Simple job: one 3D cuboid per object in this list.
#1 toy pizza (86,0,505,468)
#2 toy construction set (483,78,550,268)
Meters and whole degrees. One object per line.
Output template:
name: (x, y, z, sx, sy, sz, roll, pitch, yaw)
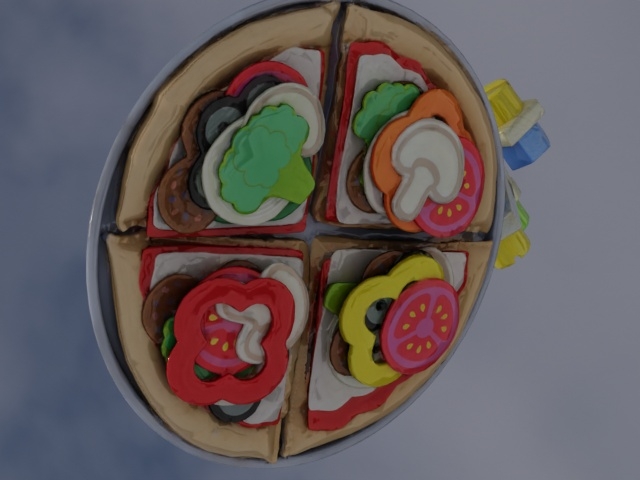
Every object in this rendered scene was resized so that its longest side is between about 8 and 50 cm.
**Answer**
toy pizza: (0.000, 0.000, 0.752, 0.201, 0.032, 0.201, -11, -69, -31)
toy construction set: (0.045, -0.034, 1.298, 0.215, 0.328, 0.151, -37, -86, 2)
